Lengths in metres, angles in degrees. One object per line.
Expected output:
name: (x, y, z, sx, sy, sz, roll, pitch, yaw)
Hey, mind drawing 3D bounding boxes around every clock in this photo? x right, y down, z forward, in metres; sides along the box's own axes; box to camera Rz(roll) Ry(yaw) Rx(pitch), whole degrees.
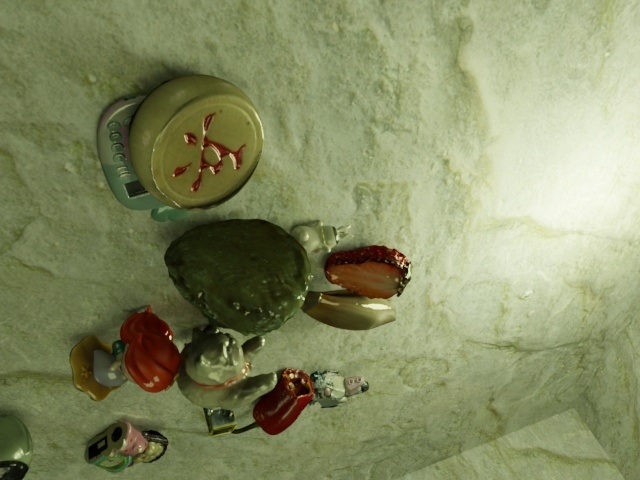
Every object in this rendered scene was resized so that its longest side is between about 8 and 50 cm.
clock: (-0.589, 0.639, 1.834, 0.194, 0.100, 0.195, -34, 138, 15)

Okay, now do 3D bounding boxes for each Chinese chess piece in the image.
Chinese chess piece: (-0.222, -0.176, 1.087, 0.249, 0.103, 0.250, -27, 137, -28)

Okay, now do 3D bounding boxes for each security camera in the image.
security camera: (-0.871, 0.560, 1.512, 0.277, 0.191, 0.197, -19, 139, -12)

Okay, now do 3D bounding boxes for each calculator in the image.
calculator: (-0.324, -0.149, 1.158, 0.185, 0.041, 0.299, -19, 138, -10)

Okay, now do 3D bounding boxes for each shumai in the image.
shumai: (-0.169, 0.131, 1.333, 0.291, 0.329, 0.289, -27, 137, -41)

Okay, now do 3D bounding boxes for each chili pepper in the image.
chili pepper: (-0.150, 0.571, 1.977, 0.131, 0.135, 0.338, 3, 132, -50)

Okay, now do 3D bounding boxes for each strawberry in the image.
strawberry: (0.127, 0.063, 1.612, 0.236, 0.111, 0.190, 12, 142, -9)

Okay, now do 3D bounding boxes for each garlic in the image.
garlic: (0.074, 0.193, 1.704, 0.318, 0.112, 0.143, 9, 151, -38)

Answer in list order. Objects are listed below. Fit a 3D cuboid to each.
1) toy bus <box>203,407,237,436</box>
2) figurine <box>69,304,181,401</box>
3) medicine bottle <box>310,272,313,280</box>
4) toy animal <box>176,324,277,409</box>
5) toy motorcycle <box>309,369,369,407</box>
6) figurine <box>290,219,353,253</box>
toy bus: (-0.298, 0.425, 1.658, 0.081, 0.226, 0.074, -6, 140, -26)
figurine: (-0.442, 0.270, 1.417, 0.256, 0.181, 0.208, -14, -170, 25)
medicine bottle: (-0.142, 0.127, 1.559, 0.171, 0.052, 0.201, 22, 119, -43)
toy animal: (-0.279, 0.278, 1.458, 0.188, 0.308, 0.266, 31, 115, -36)
toy motorcycle: (0.033, 0.492, 2.011, 0.239, 0.108, 0.204, -27, 142, -1)
figurine: (-0.003, -0.009, 1.486, 0.146, 0.081, 0.098, -8, -179, -29)
